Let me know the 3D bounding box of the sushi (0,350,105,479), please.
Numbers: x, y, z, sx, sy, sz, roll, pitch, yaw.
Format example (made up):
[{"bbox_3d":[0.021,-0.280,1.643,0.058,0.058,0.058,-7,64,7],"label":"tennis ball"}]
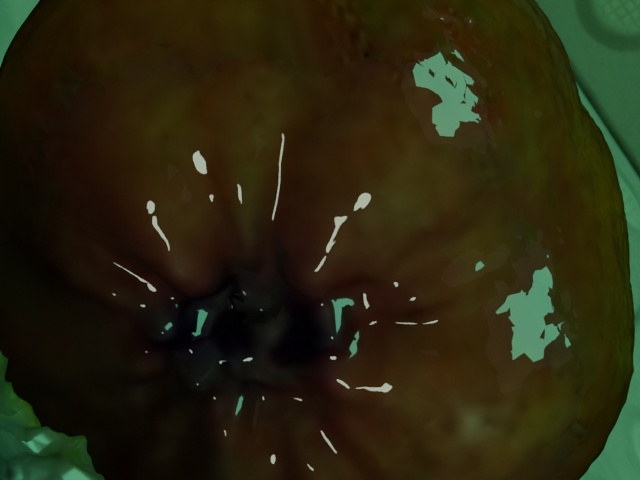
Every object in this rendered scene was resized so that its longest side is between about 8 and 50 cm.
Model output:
[{"bbox_3d":[-0.232,0.200,0.633,0.351,0.240,0.396,57,23,4],"label":"sushi"}]

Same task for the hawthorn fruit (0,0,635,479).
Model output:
[{"bbox_3d":[0.000,0.000,1.050,0.472,0.471,0.472,40,30,-29],"label":"hawthorn fruit"}]
